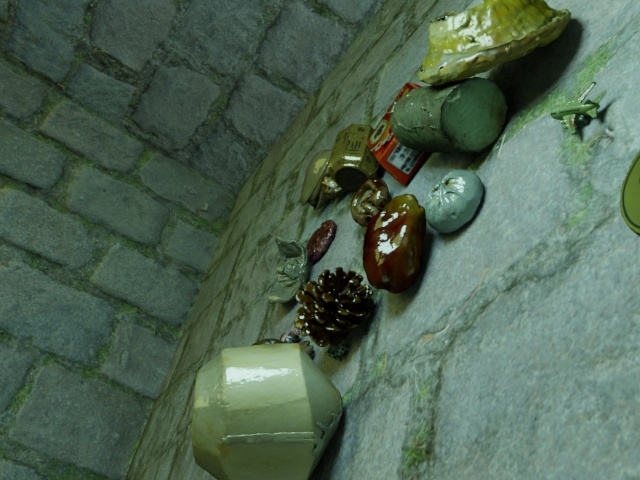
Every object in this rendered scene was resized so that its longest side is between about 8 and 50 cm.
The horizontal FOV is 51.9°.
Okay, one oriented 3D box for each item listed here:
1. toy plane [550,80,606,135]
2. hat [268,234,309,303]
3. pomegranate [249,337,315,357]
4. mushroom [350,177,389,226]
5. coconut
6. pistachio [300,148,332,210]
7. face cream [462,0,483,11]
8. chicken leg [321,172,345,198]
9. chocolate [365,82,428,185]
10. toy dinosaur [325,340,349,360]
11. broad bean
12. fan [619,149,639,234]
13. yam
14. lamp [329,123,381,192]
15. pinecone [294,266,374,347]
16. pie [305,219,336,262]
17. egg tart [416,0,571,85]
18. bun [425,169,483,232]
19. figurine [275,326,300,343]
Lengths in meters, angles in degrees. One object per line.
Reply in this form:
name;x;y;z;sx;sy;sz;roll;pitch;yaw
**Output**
toy plane;0.437;-0.220;1.121;0.102;0.040;0.111;-61;15;-12
hat;-0.083;0.098;2.073;0.244;0.149;0.214;13;-96;-73
pomegranate;-0.102;0.317;1.618;0.209;0.180;0.180;-27;4;-23
mushroom;0.136;-0.095;1.738;0.170;0.080;0.135;-101;31;-65
coconut;-0.105;0.355;1.333;0.323;0.323;0.323;-52;18;24
pistachio;0.007;-0.208;2.234;0.226;0.136;0.136;-64;15;15
face cream;0.434;-0.593;1.682;0.214;0.096;0.096;-43;23;45
chicken leg;0.073;-0.194;2.090;0.207;0.101;0.085;-24;69;50
chocolate;0.233;-0.294;1.746;0.237;0.108;0.235;-54;19;16
toy dinosaur;0.038;0.249;1.513;0.047;0.030;0.083;-62;17;-11
broad bean;0.157;0.003;1.395;0.156;0.122;0.228;119;163;-66
fan;0.472;-0.072;0.813;0.229;0.011;0.335;-45;20;42
yam;0.278;-0.276;1.471;0.168;0.168;0.304;-60;15;0
lamp;0.108;-0.242;1.933;0.161;0.161;0.185;-42;25;47
pinecone;0.031;0.146;1.489;0.195;0.150;0.179;-33;12;39
pie;0.000;0.000;2.055;0.154;0.036;0.154;-51;19;24
egg tart;0.349;-0.439;1.379;0.345;0.132;0.345;-20;16;6
bun;0.262;-0.085;1.334;0.141;0.083;0.141;-51;16;21
figurine;-0.092;0.280;1.825;0.072;0.054;0.129;-50;5;-21
